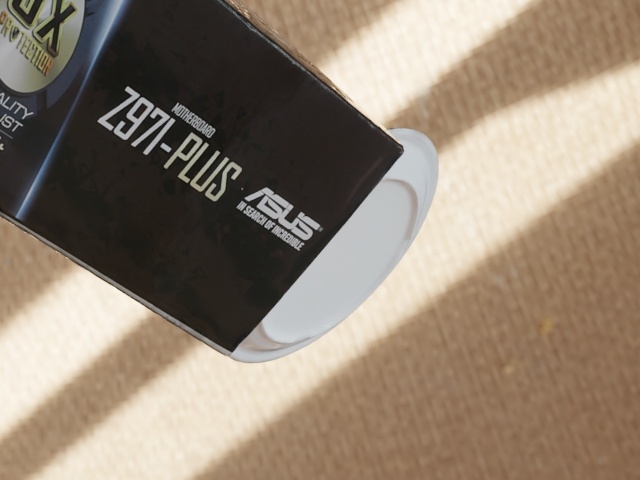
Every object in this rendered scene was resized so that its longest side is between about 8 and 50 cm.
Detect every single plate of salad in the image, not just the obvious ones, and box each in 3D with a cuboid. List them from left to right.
[{"bbox_3d":[0.000,0.000,1.274,0.200,0.048,0.200,-35,152,-22],"label":"plate of salad"}]

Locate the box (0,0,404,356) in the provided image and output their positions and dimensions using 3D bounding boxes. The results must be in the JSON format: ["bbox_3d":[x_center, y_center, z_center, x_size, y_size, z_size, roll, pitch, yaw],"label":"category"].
[{"bbox_3d":[-0.085,-0.069,0.520,0.077,0.180,0.147,-50,132,4],"label":"box"}]
